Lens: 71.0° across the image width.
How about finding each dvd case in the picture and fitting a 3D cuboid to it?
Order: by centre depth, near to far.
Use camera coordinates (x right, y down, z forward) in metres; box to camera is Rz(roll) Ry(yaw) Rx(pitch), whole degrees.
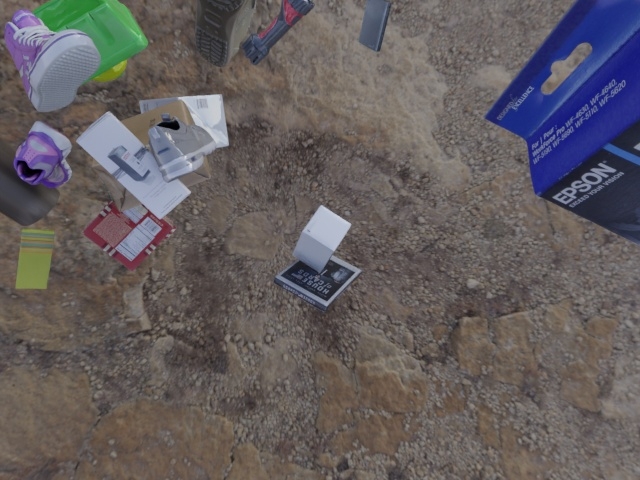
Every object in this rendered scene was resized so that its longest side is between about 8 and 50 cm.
[{"bbox_3d":[-0.003,0.109,1.364,0.180,0.239,0.029,27,122,18],"label":"dvd case"}]

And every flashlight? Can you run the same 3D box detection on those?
[{"bbox_3d":[-0.159,-0.760,1.578,0.304,0.103,0.103,-28,125,35],"label":"flashlight"}]

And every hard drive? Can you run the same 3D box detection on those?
[{"bbox_3d":[0.159,-0.640,1.322,0.022,0.094,0.135,-14,134,-29],"label":"hard drive"}]

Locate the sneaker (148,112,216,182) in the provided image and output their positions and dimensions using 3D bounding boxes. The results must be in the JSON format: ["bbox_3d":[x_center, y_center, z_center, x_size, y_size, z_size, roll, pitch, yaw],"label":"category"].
[{"bbox_3d":[-0.291,-0.219,0.944,0.105,0.281,0.115,-23,115,-1],"label":"sneaker"}]

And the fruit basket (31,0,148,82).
[{"bbox_3d":[-0.783,-0.648,1.552,0.392,0.392,0.282,-32,65,-4],"label":"fruit basket"}]

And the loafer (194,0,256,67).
[{"bbox_3d":[-0.161,-0.431,0.785,0.102,0.268,0.092,31,58,-8],"label":"loafer"}]

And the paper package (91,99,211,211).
[{"bbox_3d":[-0.530,-0.277,1.415,0.310,0.324,0.168,-23,129,-7],"label":"paper package"}]

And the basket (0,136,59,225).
[{"bbox_3d":[-0.777,-0.152,1.093,0.154,0.204,0.226,-49,138,-14],"label":"basket"}]

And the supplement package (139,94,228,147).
[{"bbox_3d":[-0.526,-0.451,1.732,0.199,0.263,0.197,-24,117,-46],"label":"supplement package"}]

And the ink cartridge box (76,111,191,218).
[{"bbox_3d":[-0.393,-0.157,0.959,0.092,0.159,0.218,-44,111,-9],"label":"ink cartridge box"}]

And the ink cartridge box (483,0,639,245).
[{"bbox_3d":[0.301,-0.050,0.336,0.333,0.165,0.065,27,66,3],"label":"ink cartridge box"}]

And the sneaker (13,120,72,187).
[{"bbox_3d":[-0.617,-0.164,0.985,0.095,0.236,0.104,33,62,-16],"label":"sneaker"}]

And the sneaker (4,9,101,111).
[{"bbox_3d":[-0.493,-0.343,0.792,0.102,0.282,0.160,-31,106,-41],"label":"sneaker"}]

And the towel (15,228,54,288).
[{"bbox_3d":[-1.052,0.069,1.653,0.102,0.021,0.237,6,109,-35],"label":"towel"}]

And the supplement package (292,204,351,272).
[{"bbox_3d":[0.000,0.000,1.297,0.105,0.179,0.105,33,64,3],"label":"supplement package"}]

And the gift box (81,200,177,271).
[{"bbox_3d":[-0.697,-0.061,1.700,0.276,0.258,0.255,-44,111,-10],"label":"gift box"}]
